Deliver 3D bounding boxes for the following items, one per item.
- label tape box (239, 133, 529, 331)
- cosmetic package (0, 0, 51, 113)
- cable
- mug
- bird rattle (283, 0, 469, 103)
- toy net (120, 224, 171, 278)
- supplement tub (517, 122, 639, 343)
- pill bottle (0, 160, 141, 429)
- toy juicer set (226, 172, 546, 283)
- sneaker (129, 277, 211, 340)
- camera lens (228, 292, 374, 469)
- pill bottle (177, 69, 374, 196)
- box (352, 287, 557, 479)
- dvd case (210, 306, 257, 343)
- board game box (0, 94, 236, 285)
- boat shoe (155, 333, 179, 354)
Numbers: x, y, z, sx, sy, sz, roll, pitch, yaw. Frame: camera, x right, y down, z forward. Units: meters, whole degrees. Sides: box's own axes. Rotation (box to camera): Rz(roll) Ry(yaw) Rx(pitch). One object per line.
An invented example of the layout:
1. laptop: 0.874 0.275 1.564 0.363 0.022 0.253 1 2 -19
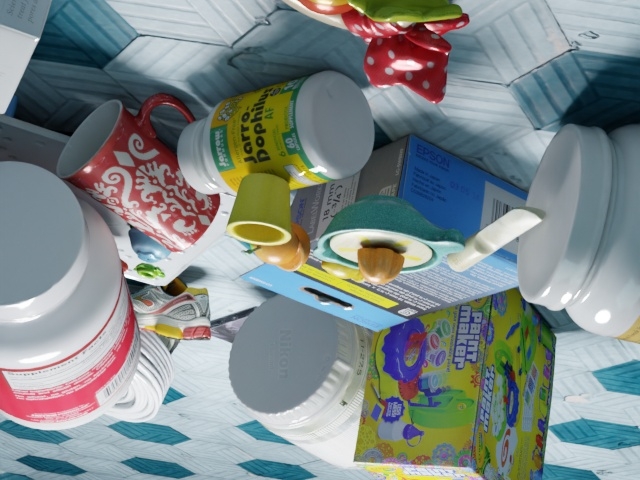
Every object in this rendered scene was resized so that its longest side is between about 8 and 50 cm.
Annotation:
1. label tape box: 0.090 0.001 1.722 0.240 0.106 0.333 24 153 -30
2. cosmetic package: -0.332 -0.236 1.275 0.151 0.151 0.183 17 158 -18
3. cable: -0.366 0.196 2.292 0.257 0.089 0.257 10 140 25
4. mug: -0.194 -0.076 1.591 0.150 0.113 0.169 -28 125 34
5. bird rattle: 0.041 -0.236 1.225 0.206 0.143 0.253 21 171 3
6. toy net: -0.307 -0.008 1.821 0.232 0.045 0.122 16 159 -11
7. supplement tub: 0.388 0.005 1.452 0.316 0.228 0.228 13 157 -8
8. pill bottle: -0.347 0.071 1.669 0.229 0.229 0.408 9 156 2
9. toy juicer set: 0.067 0.016 1.503 0.328 0.090 0.209 6 160 3
10. sneaker: -0.244 0.097 2.138 0.225 0.093 0.088 8 -178 43
11. camera lens: 0.014 0.220 2.127 0.219 0.219 0.274 -6 153 33
12. pill bottle: -0.055 -0.109 1.506 0.208 0.118 0.117 -10 151 40
13. box: 0.201 0.220 1.962 0.177 0.290 0.279 -2 154 28
14. dvd case: -0.067 0.169 2.304 0.221 0.018 0.164 24 153 -31
15. board game box: -0.326 -0.063 1.816 0.389 0.050 0.390 18 156 -19
16. boat shoe: -0.292 0.182 2.381 0.079 0.084 0.233 -22 169 -35
